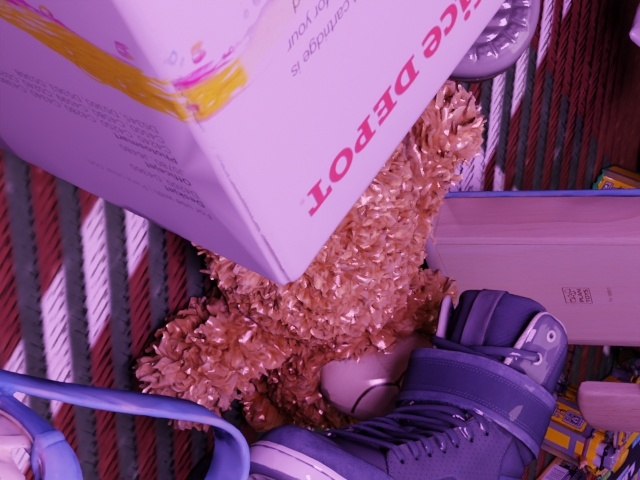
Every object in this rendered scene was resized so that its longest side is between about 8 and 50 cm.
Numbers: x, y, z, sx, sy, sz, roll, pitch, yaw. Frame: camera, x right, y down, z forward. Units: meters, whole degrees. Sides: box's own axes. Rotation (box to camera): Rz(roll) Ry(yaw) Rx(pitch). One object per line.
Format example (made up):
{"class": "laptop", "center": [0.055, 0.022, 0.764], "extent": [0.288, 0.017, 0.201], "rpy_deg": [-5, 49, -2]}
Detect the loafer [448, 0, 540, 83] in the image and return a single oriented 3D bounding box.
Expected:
{"class": "loafer", "center": [0.074, -0.194, 0.746], "extent": [0.087, 0.094, 0.251], "rpy_deg": [66, 27, -73]}

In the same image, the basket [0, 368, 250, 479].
{"class": "basket", "center": [-0.177, 0.161, 0.545], "extent": [0.289, 0.201, 0.255], "rpy_deg": [22, 91, -48]}

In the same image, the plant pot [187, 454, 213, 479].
{"class": "plant pot", "center": [-0.022, 0.238, 0.855], "extent": [0.188, 0.187, 0.167], "rpy_deg": [-53, 133, -19]}

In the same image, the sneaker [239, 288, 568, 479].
{"class": "sneaker", "center": [0.050, 0.087, 0.731], "extent": [0.226, 0.086, 0.163], "rpy_deg": [38, 70, -53]}

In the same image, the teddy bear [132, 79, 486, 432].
{"class": "teddy bear", "center": [0.000, 0.000, 0.785], "extent": [0.245, 0.113, 0.338], "rpy_deg": [-33, 135, -38]}

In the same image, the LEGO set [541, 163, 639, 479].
{"class": "LEGO set", "center": [0.344, 0.078, 1.255], "extent": [0.255, 0.192, 0.331], "rpy_deg": [-9, 117, -53]}

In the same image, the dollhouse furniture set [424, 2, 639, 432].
{"class": "dollhouse furniture set", "center": [0.225, -0.051, 1.070], "extent": [0.286, 0.198, 0.303], "rpy_deg": [65, 34, -46]}

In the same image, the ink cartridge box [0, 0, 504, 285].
{"class": "ink cartridge box", "center": [-0.067, -0.159, 0.500], "extent": [0.198, 0.197, 0.270], "rpy_deg": [-54, 146, -20]}

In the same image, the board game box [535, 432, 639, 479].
{"class": "board game box", "center": [0.275, 0.245, 1.401], "extent": [0.170, 0.048, 0.141], "rpy_deg": [-39, 138, -35]}
